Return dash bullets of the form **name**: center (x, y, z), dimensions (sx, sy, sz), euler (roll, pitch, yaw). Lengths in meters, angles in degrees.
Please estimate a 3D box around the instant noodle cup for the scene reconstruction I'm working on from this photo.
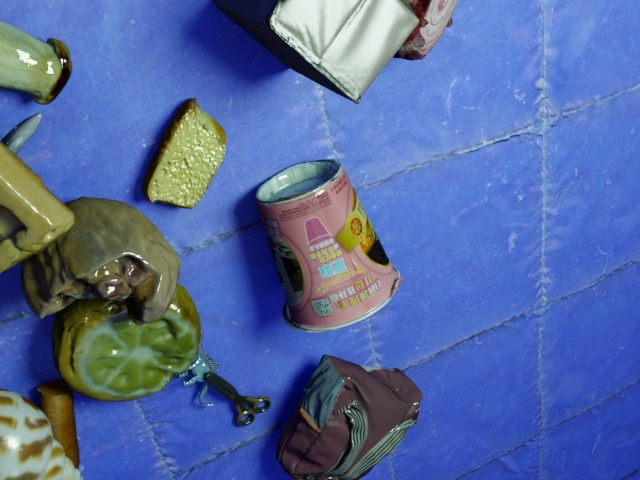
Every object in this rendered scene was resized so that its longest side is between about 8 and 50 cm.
- **instant noodle cup**: center (0.000, 0.000, 1.095), dimensions (0.244, 0.244, 0.255), euler (-26, 116, -12)

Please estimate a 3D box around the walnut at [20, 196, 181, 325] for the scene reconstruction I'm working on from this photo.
- **walnut**: center (-0.335, 0.017, 0.925), dimensions (0.238, 0.204, 0.141), euler (5, 154, -12)

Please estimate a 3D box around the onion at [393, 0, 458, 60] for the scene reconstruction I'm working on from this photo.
- **onion**: center (0.164, -0.405, 1.020), dimensions (0.218, 0.140, 0.195), euler (-24, 131, -61)

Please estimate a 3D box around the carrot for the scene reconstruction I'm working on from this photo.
- **carrot**: center (-0.487, 0.368, 1.124), dimensions (0.067, 0.067, 0.225), euler (-5, 115, -24)

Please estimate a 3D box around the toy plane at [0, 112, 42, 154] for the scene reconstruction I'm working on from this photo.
- **toy plane**: center (-0.473, -0.107, 0.860), dimensions (0.267, 0.088, 0.212), euler (-39, 128, 19)

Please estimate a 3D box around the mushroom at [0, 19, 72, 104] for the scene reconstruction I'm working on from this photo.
- **mushroom**: center (-0.495, -0.265, 0.795), dimensions (0.312, 0.081, 0.100), euler (14, 107, -29)

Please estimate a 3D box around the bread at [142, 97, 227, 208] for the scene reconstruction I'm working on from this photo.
- **bread**: center (-0.223, -0.136, 1.004), dimensions (0.103, 0.065, 0.187), euler (28, 99, -28)

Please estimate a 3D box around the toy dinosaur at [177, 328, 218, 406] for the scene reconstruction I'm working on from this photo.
- **toy dinosaur**: center (-0.243, 0.258, 1.199), dimensions (0.080, 0.045, 0.197), euler (-18, 118, -29)

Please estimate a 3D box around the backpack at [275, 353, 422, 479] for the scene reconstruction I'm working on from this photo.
- **backpack**: center (0.047, 0.419, 1.328), dimensions (0.283, 0.197, 0.317), euler (22, 105, -34)

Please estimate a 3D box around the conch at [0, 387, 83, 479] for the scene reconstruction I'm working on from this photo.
- **conch**: center (-0.527, 0.348, 1.018), dimensions (0.149, 0.183, 0.275), euler (-32, 111, -16)

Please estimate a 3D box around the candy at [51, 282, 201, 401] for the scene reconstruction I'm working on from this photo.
- **candy**: center (-0.340, 0.170, 1.067), dimensions (0.260, 0.118, 0.260), euler (-12, 122, -20)

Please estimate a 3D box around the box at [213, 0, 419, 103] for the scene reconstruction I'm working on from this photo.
- **box**: center (-0.014, -0.337, 0.884), dimensions (0.188, 0.252, 0.153), euler (34, 96, -33)

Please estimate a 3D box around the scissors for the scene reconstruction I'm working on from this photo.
- **scissors**: center (-0.179, 0.323, 1.255), dimensions (0.088, 0.017, 0.220), euler (-37, 136, -3)

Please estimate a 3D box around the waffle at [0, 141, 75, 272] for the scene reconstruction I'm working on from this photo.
- **waffle**: center (-0.546, -0.071, 0.785), dimensions (0.304, 0.077, 0.348), euler (-32, 113, 14)
